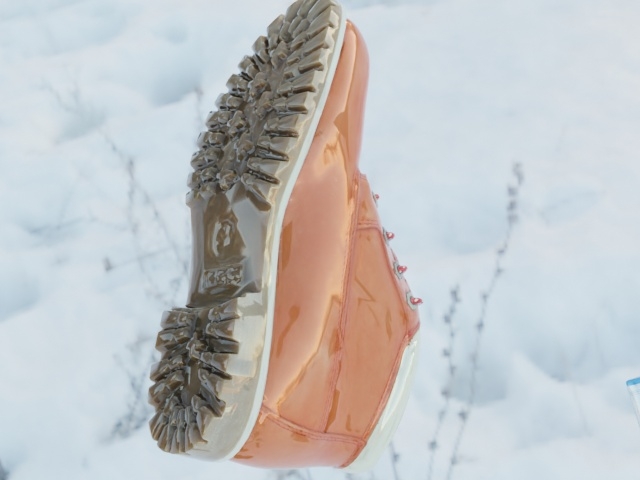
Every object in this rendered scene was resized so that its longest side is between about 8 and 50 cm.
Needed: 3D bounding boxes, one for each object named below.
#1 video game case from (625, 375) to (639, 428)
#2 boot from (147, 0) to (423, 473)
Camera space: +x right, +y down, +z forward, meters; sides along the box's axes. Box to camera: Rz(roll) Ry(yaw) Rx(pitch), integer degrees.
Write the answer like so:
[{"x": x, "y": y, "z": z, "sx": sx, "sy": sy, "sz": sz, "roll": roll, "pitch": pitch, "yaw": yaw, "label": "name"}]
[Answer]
[{"x": 0.226, "y": 0.148, "z": 0.841, "sx": 0.015, "sy": 0.166, "sz": 0.119, "roll": -21, "pitch": -8, "yaw": 35, "label": "video game case"}, {"x": 0.000, "y": 0.000, "z": 0.498, "sx": 0.059, "sy": 0.084, "sz": 0.158, "roll": -2, "pitch": 73, "yaw": 56, "label": "boot"}]
